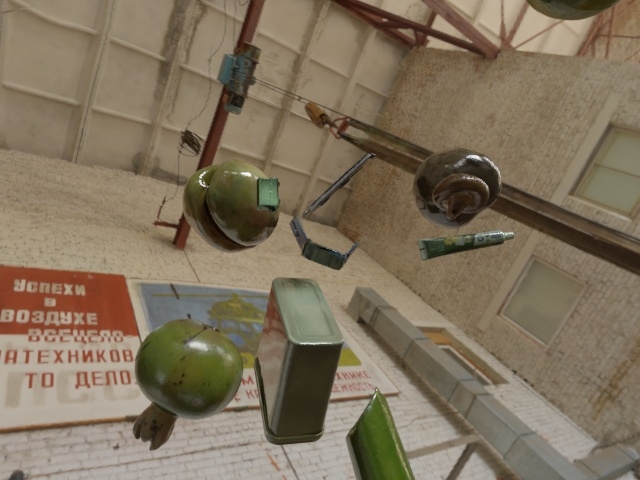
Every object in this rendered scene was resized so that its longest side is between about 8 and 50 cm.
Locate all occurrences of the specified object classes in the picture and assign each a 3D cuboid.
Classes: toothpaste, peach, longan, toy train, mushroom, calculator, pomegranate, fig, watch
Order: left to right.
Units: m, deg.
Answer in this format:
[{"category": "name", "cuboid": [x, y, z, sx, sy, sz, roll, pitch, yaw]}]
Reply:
[{"category": "pomegranate", "cuboid": [-0.222, 0.242, 0.705, 0.179, 0.179, 0.211, 6, -97, -35]}, {"category": "peach", "cuboid": [-0.260, -0.102, 1.247, 0.291, 0.248, 0.292, -1, -37, 0]}, {"category": "toy train", "cuboid": [-0.129, -0.114, 1.019, 0.056, 0.093, 0.038, 2, -20, -16]}, {"category": "watch", "cuboid": [-0.012, -0.003, 1.440, 0.276, 0.274, 0.068, 23, -71, 7]}, {"category": "calculator", "cuboid": [0.050, -0.165, 1.262, 0.274, 0.165, 0.028, -42, -87, -3]}, {"category": "longan", "cuboid": [0.394, -0.152, 1.203, 0.248, 0.248, 0.249, -15, -57, -25]}, {"category": "mushroom", "cuboid": [0.330, -0.108, 0.979, 0.126, 0.085, 0.109, 13, -65, 3]}, {"category": "toothpaste", "cuboid": [0.311, 0.004, 0.879, 0.203, 0.049, 0.031, -9, -19, 0]}, {"category": "fig", "cuboid": [0.574, -0.621, 0.930, 0.270, 0.239, 0.240, -23, -54, -17]}]

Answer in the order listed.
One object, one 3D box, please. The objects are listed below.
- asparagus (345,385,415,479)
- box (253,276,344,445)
[{"category": "asparagus", "cuboid": [0.079, 0.274, 0.357, 0.060, 0.278, 0.067, 11, -45, -40]}, {"category": "box", "cuboid": [-0.075, 0.339, 1.231, 0.177, 0.352, 0.344, 5, -66, -18]}]
